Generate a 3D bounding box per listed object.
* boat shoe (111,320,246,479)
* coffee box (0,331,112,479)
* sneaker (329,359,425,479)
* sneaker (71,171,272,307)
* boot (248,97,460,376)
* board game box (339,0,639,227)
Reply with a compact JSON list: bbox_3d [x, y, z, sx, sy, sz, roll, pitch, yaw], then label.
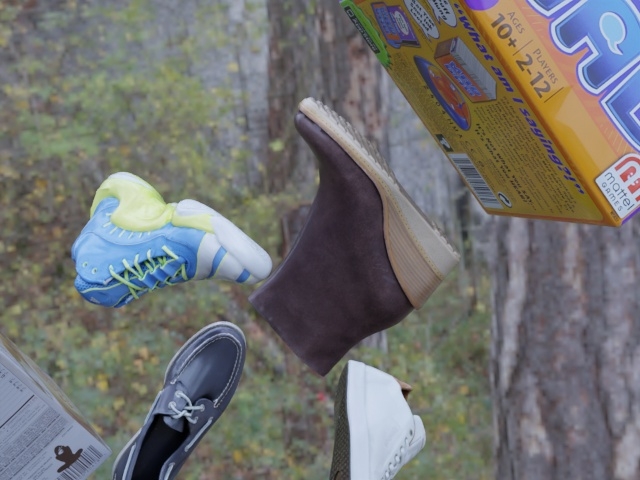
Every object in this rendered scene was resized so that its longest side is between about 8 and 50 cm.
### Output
[{"bbox_3d":[-0.134,0.176,1.147,0.075,0.206,0.065,33,2,-16],"label":"boat shoe"},{"bbox_3d":[-0.317,0.142,1.089,0.098,0.246,0.141,-44,52,-11],"label":"coffee box"},{"bbox_3d":[0.080,0.269,1.485,0.123,0.106,0.290,17,37,-7],"label":"sneaker"},{"bbox_3d":[-0.147,0.023,1.067,0.240,0.091,0.126,23,76,48],"label":"sneaker"},{"bbox_3d":[0.000,0.000,1.219,0.207,0.248,0.090,-39,9,11],"label":"boot"},{"bbox_3d":[0.304,-0.268,1.398,0.356,0.356,0.356,-38,12,-9],"label":"board game box"}]
